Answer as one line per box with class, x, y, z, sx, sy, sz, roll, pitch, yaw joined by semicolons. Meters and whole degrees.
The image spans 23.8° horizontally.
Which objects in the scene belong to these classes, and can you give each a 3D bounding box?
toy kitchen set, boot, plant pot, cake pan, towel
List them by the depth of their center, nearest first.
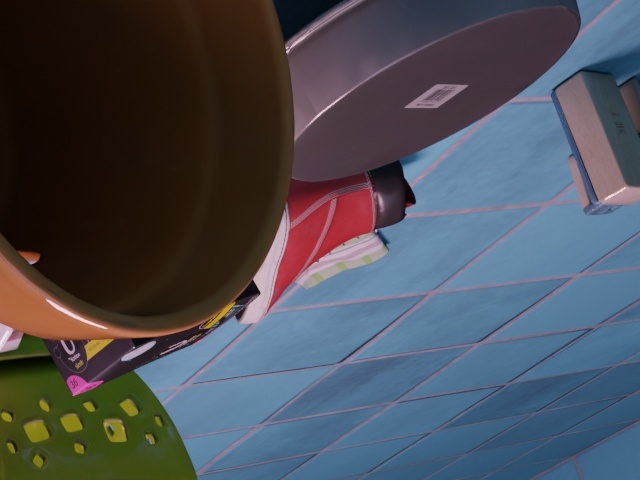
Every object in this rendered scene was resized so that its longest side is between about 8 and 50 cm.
plant pot;-0.180;-0.081;0.838;0.203;0.291;0.291;-10;169;34
cake pan;0.075;-0.130;1.162;0.293;0.054;0.293;-25;167;-6
boot;0.000;0.000;1.486;0.176;0.088;0.244;-13;157;-20
toy kitchen set;0.280;-0.066;1.494;0.207;0.122;0.166;1;154;-43
plant pot;-0.298;0.216;1.622;0.228;0.207;0.227;-2;155;-39
towel;0.008;0.016;1.626;0.113;0.023;0.152;-21;161;11

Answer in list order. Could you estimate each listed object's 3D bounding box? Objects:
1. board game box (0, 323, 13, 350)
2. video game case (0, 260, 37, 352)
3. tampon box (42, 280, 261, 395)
board game box;-0.492;0.197;1.245;0.390;0.050;0.390;-1;134;-55
video game case;-0.365;0.064;1.388;0.210;0.042;0.232;-11;160;-25
tampon box;-0.162;0.053;1.391;0.161;0.101;0.120;-23;169;-43
